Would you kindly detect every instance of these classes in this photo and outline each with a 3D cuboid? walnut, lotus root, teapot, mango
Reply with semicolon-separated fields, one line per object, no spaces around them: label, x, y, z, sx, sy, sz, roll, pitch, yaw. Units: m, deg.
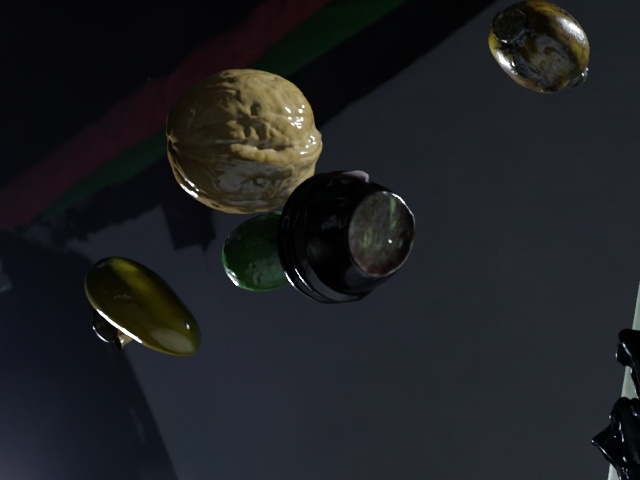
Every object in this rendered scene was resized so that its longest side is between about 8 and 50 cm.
walnut;-0.145;-0.192;1.605;0.313;0.276;0.252;-7;-1;-25
lotus root;0.324;-0.282;1.201;0.210;0.120;0.120;21;-42;-41
teapot;-0.297;0.113;1.243;0.080;0.085;0.110;-25;-14;-47
mango;-0.221;0.075;1.004;0.085;0.122;0.191;-51;36;-16

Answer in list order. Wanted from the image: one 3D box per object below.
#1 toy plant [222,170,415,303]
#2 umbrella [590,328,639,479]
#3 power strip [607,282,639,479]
toy plant;0.000;0.000;1.099;0.218;0.175;0.235;-21;9;-36
umbrella;0.145;0.117;0.335;0.080;0.224;0.071;19;-5;-31
power strip;0.299;0.083;0.656;0.093;0.287;0.053;0;13;-20
